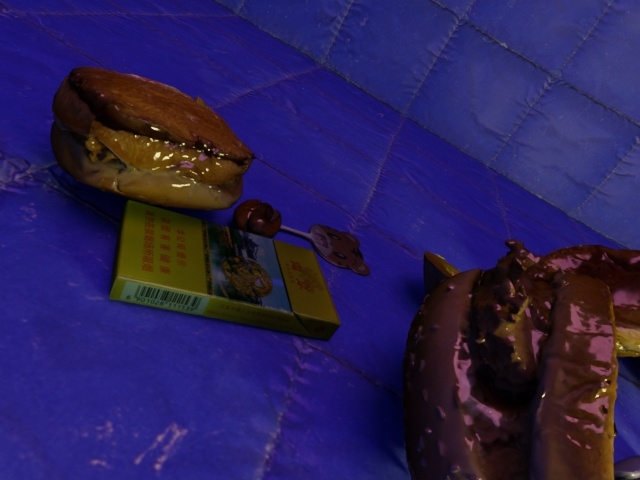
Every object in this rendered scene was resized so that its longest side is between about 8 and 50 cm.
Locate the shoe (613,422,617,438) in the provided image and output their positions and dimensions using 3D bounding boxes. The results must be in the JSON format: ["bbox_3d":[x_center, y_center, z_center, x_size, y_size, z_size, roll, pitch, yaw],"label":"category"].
[{"bbox_3d":[0.376,0.282,0.816,0.227,0.112,0.099,40,29,12],"label":"shoe"}]

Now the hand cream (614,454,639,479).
[{"bbox_3d":[0.546,0.397,0.844,0.255,0.079,0.048,12,46,-37],"label":"hand cream"}]

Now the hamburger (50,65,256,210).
[{"bbox_3d":[-0.267,-0.157,0.796,0.304,0.174,0.284,8,21,-35],"label":"hamburger"}]

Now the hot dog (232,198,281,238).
[{"bbox_3d":[-0.116,-0.040,0.902,0.090,0.060,0.140,32,23,2],"label":"hot dog"}]

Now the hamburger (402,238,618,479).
[{"bbox_3d":[0.249,0.149,0.660,0.268,0.287,0.445,2,17,25],"label":"hamburger"}]

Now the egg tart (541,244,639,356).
[{"bbox_3d":[0.725,0.157,1.232,0.443,0.178,0.443,-7,25,3],"label":"egg tart"}]

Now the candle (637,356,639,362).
[{"bbox_3d":[0.933,0.309,1.226,0.221,0.221,0.342,29,31,-5],"label":"candle"}]

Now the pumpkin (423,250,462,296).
[{"bbox_3d":[0.278,0.124,1.004,0.217,0.110,0.217,28,15,-8],"label":"pumpkin"}]

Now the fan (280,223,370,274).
[{"bbox_3d":[0.000,0.000,1.017,0.226,0.008,0.152,19,30,-24],"label":"fan"}]

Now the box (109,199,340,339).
[{"bbox_3d":[-0.139,0.047,0.757,0.335,0.047,0.187,17,30,-27],"label":"box"}]
